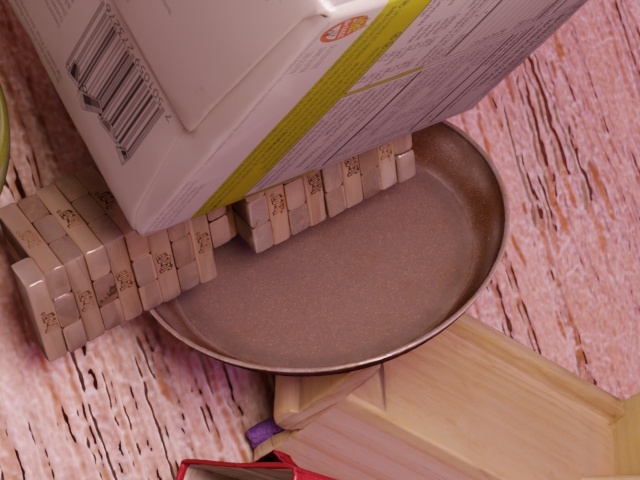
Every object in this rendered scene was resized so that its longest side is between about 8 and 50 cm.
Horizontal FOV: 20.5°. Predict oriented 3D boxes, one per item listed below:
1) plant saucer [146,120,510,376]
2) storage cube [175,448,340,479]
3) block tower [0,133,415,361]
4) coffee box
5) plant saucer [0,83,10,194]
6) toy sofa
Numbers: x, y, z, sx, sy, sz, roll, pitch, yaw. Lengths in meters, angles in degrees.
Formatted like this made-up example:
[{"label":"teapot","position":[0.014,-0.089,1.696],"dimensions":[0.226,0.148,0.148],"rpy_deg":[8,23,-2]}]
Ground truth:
[{"label":"plant saucer","position":[0.000,0.000,1.441],"dimensions":[0.310,0.311,0.050],"rpy_deg":[-50,148,-31]},{"label":"storage cube","position":[-0.008,0.286,1.393],"dimensions":[0.193,0.184,0.215],"rpy_deg":[21,74,-30]},{"label":"block tower","position":[-0.092,-0.035,1.394],"dimensions":[0.335,0.097,0.091],"rpy_deg":[-28,138,-18]},{"label":"coffee box","position":[-0.013,-0.256,1.215],"dimensions":[0.334,0.338,0.337],"rpy_deg":[-23,79,-31]},{"label":"plant saucer","position":[-0.309,-0.113,1.304],"dimensions":[0.241,0.037,0.241],"rpy_deg":[38,39,-39]},{"label":"toy sofa","position":[0.118,0.160,1.555],"dimensions":[0.362,0.177,0.150],"rpy_deg":[29,42,-26]}]
